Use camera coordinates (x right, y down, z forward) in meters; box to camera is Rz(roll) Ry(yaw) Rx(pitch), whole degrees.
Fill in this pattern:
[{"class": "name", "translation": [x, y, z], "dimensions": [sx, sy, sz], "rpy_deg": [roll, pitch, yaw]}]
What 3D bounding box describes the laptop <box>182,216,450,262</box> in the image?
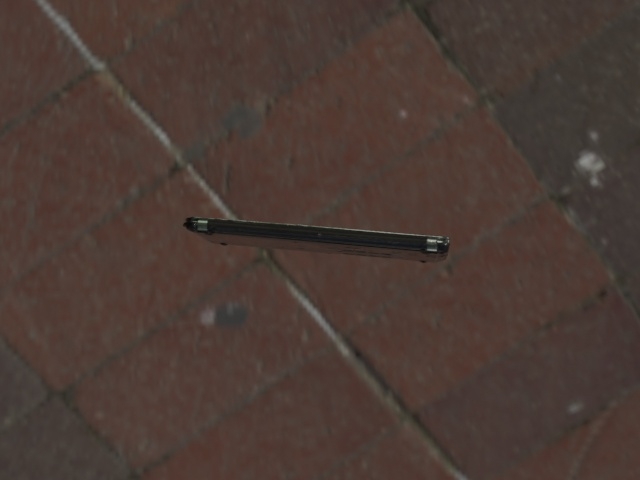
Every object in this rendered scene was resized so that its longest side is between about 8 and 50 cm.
[{"class": "laptop", "translation": [0.000, 0.000, 1.292], "dimensions": [0.180, 0.129, 0.016], "rpy_deg": [6, 86, 4]}]
